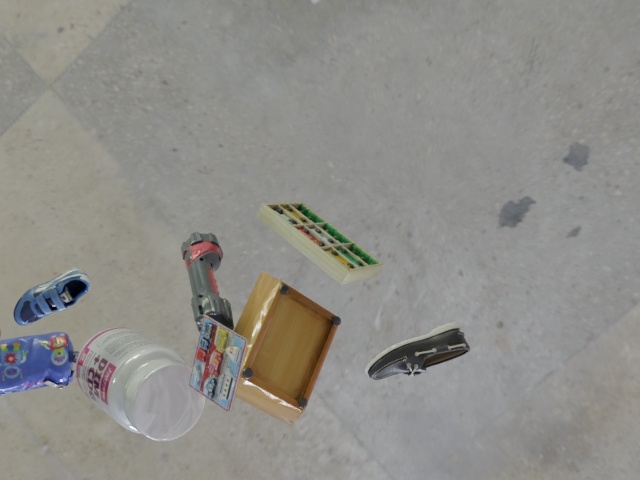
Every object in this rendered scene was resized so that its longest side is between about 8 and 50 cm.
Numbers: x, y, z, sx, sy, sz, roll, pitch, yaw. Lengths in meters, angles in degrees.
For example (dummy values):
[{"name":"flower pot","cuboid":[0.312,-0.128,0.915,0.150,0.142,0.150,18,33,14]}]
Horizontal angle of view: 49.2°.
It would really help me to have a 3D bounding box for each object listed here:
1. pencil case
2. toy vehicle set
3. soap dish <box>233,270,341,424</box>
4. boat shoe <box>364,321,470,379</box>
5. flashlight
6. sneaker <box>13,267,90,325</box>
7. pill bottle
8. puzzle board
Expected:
[{"name":"pencil case","cuboid":[-0.690,0.285,1.533,0.306,0.119,0.133,-8,58,-23]},{"name":"toy vehicle set","cuboid":[0.000,0.000,1.596,0.267,0.166,0.035,38,112,22]},{"name":"soap dish","cuboid":[-0.090,0.246,1.616,0.229,0.118,0.291,35,63,-23]},{"name":"boat shoe","cuboid":[0.111,0.133,0.795,0.125,0.046,0.038,-19,60,-19]},{"name":"flashlight","cuboid":[-0.263,0.102,1.659,0.103,0.304,0.103,-18,131,-7]},{"name":"sneaker","cuboid":[-0.467,0.099,1.223,0.144,0.059,0.053,-38,123,-23]},{"name":"pill bottle","cuboid":[-0.336,0.263,1.301,0.160,0.283,0.160,-4,97,-36]},{"name":"puzzle board","cuboid":[-0.165,0.195,1.109,0.096,0.011,0.128,24,108,33]}]
